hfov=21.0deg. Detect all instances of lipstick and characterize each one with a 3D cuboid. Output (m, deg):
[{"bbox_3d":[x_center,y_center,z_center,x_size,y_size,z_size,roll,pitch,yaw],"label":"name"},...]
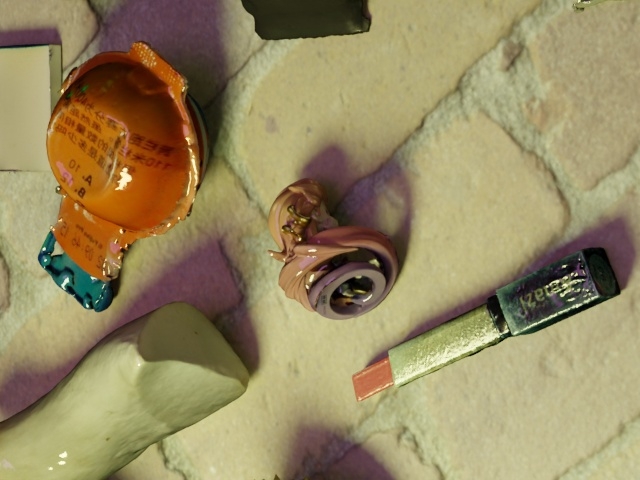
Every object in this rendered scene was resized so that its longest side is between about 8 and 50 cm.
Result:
[{"bbox_3d":[0.145,0.090,1.689,0.312,0.051,0.051,-27,78,33],"label":"lipstick"}]

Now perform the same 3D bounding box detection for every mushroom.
[{"bbox_3d":[-0.267,0.199,1.904,0.397,0.177,0.126,-35,62,32],"label":"mushroom"}]

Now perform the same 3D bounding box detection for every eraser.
[{"bbox_3d":[-0.346,-0.154,2.028,0.103,0.023,0.150,1,93,35],"label":"eraser"}]

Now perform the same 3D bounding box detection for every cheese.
[{"bbox_3d":[-0.227,-0.068,1.893,0.217,0.129,0.329,40,125,23],"label":"cheese"}]

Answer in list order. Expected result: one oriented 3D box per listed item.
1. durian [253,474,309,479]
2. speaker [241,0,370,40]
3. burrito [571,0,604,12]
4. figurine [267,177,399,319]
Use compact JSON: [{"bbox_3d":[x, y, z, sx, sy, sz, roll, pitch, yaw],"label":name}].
[{"bbox_3d":[0.001,0.358,1.732,0.306,0.166,0.172,51,120,11],"label":"durian"},{"bbox_3d":[-0.040,-0.415,1.754,0.180,0.184,0.388,2,82,33],"label":"speaker"},{"bbox_3d":[0.294,-0.247,1.577,0.149,0.041,0.055,-7,101,34],"label":"burrito"},{"bbox_3d":[-0.005,0.008,1.752,0.114,0.126,0.157,-40,65,-18],"label":"figurine"}]
